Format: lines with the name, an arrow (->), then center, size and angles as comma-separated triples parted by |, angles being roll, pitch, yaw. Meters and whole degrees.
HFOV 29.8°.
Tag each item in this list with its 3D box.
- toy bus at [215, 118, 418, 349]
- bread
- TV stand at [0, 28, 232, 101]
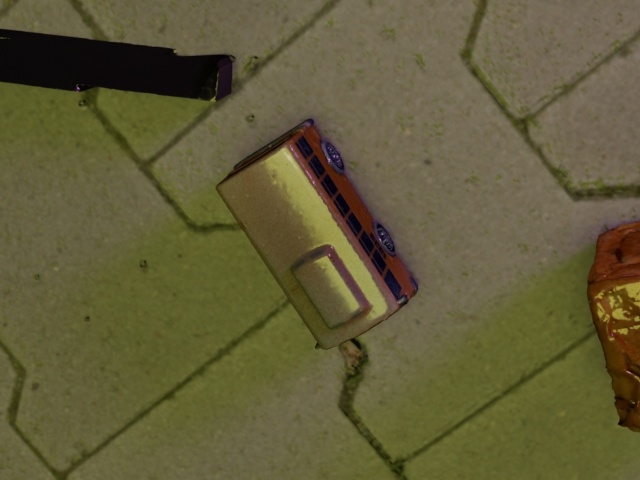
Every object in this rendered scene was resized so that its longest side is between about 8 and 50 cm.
toy bus -> 0.000, 0.000, 1.018 | 0.091, 0.103, 0.182 | -30, 99, 19
bread -> 0.292, 0.065, 0.952 | 0.149, 0.158, 0.143 | -9, 109, 13
TV stand -> -0.207, -0.153, 1.046 | 0.256, 0.049, 0.040 | 8, 106, 10
